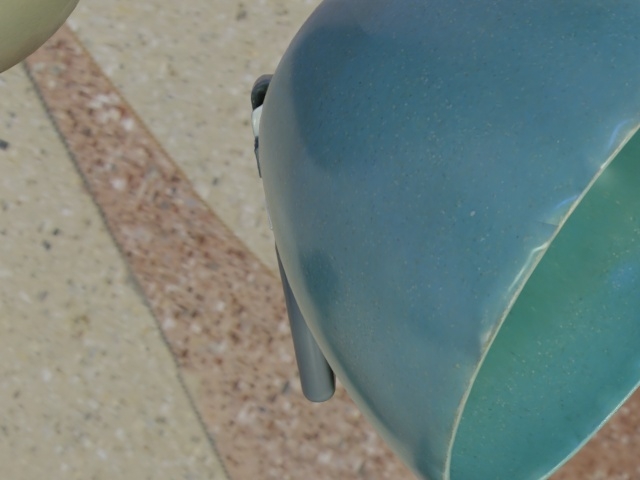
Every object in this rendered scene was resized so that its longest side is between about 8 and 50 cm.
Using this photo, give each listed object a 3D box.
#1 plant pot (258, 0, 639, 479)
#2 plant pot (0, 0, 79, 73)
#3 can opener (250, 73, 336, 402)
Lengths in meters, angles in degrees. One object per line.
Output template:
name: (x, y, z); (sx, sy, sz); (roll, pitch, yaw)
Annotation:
plant pot: (0.084, -0.038, 0.807); (0.290, 0.195, 0.290); (-40, 153, -26)
plant pot: (-0.200, -0.231, 0.745); (0.256, 0.274, 0.256); (5, 72, -17)
can opener: (0.000, 0.000, 1.329); (0.074, 0.093, 0.280); (-8, 112, 5)
